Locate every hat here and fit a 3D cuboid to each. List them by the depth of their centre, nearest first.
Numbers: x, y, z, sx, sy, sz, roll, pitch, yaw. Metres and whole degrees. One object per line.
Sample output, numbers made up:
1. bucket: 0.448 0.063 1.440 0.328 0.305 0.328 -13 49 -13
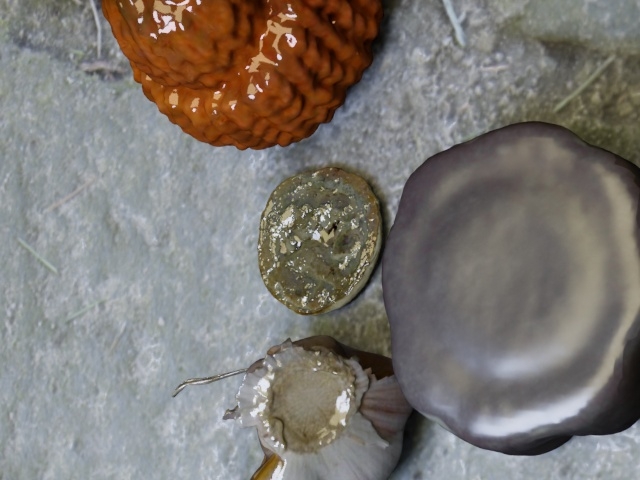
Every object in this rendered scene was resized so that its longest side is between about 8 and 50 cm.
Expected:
1. hat: -0.111 -0.251 1.741 0.285 0.400 0.285 -3 81 23

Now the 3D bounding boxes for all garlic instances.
1. garlic: -0.045 0.157 1.735 0.256 0.207 0.207 21 92 19

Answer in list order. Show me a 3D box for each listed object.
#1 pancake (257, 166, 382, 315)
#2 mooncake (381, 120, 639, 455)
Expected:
1. pancake: 0.000 0.000 1.851 0.158 0.028 0.158 -6 77 29
2. mooncake: 0.199 0.047 1.666 0.306 0.154 0.306 -5 78 26
